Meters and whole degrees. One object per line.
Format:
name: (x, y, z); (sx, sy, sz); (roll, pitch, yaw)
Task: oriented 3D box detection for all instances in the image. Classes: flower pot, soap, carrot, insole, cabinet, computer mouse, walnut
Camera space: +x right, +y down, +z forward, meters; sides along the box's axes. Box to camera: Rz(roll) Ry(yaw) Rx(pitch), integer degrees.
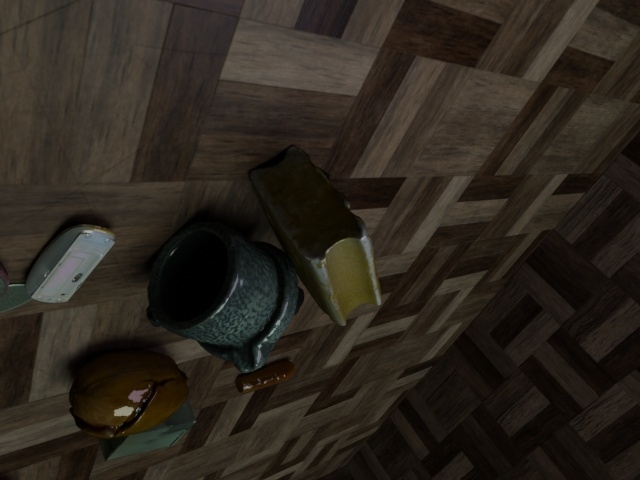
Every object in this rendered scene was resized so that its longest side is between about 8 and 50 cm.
flower pot: (-0.193, 0.134, 1.148); (0.299, 0.299, 0.283); (-43, 145, 8)
soap: (0.000, 0.000, 1.171); (0.156, 0.293, 0.335); (-30, 150, -7)
carrot: (-0.182, 0.473, 1.836); (0.225, 0.067, 0.067); (-11, 141, -34)
insole: (-0.641, 0.126, 0.960); (0.232, 0.003, 0.080); (-20, 145, -27)
cabinet: (-0.490, 0.489, 1.460); (0.206, 0.150, 0.145); (8, 132, -50)
computer mouse: (-0.465, 0.039, 0.983); (0.199, 0.044, 0.102); (-47, 149, 16)
walnut: (-0.449, 0.369, 1.302); (0.209, 0.209, 0.336); (-50, 155, 21)

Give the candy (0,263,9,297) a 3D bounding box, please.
candy: (-0.592, 0.071, 0.901); (0.103, 0.043, 0.103); (-24, 147, -17)
